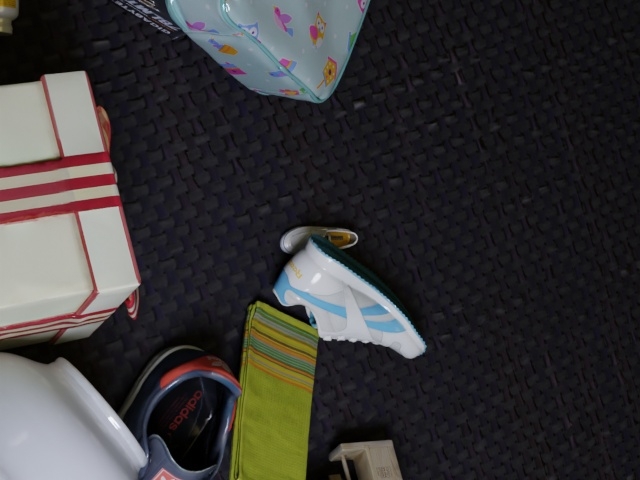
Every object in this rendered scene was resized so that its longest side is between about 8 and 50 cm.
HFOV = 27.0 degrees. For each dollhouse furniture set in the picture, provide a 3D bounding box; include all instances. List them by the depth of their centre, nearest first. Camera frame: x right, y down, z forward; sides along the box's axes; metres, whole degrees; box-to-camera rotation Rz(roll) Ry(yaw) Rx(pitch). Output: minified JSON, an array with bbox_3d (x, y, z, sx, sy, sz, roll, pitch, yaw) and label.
[{"bbox_3d":[0.074,0.357,1.652,0.129,0.129,0.183,1,61,-29],"label":"dollhouse furniture set"}]

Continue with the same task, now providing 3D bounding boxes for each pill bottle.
[{"bbox_3d":[-0.348,-0.265,1.441,0.043,0.043,0.083,2,89,-28],"label":"pill bottle"}]

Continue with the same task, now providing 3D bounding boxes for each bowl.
[{"bbox_3d":[-0.268,0.213,1.341,0.134,0.298,0.298,-39,108,-18],"label":"bowl"}]

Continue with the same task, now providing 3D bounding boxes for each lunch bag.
[{"bbox_3d":[-0.050,-0.296,1.514,0.279,0.108,0.224,35,69,-58],"label":"lunch bag"}]

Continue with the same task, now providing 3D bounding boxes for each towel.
[{"bbox_3d":[-0.050,0.189,1.558,0.102,0.021,0.237,24,51,-26],"label":"towel"}]

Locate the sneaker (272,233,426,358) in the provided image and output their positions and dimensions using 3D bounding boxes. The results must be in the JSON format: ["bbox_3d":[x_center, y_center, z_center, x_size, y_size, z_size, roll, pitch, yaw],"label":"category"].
[{"bbox_3d":[0.039,0.084,1.639,0.092,0.087,0.229,-46,121,10],"label":"sneaker"}]

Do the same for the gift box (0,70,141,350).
[{"bbox_3d":[-0.329,-0.020,1.346,0.258,0.276,0.255,-10,82,-24],"label":"gift box"}]

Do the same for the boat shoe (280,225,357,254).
[{"bbox_3d":[0.000,0.000,1.636,0.100,0.035,0.035,-1,91,-29],"label":"boat shoe"}]

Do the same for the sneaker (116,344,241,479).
[{"bbox_3d":[-0.196,0.279,1.470,0.131,0.148,0.350,29,78,-26],"label":"sneaker"}]

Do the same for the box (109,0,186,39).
[{"bbox_3d":[-0.213,-0.426,1.495,0.293,0.073,0.295,29,78,-28],"label":"box"}]
